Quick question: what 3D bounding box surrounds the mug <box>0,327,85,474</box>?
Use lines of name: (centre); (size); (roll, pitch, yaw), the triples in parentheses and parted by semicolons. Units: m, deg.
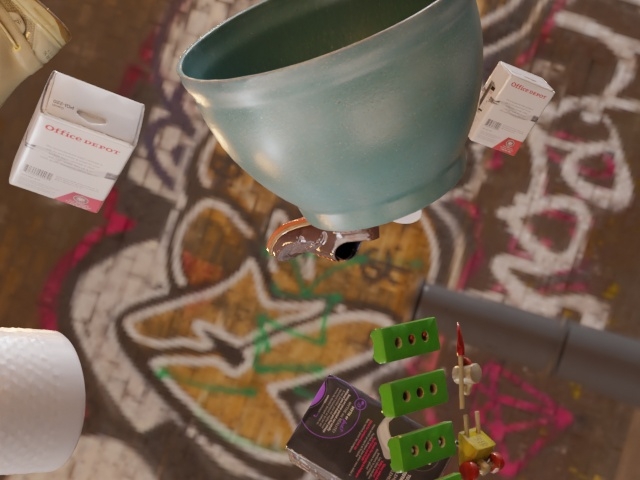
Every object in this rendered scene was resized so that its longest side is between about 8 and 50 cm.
mug: (-0.671, 0.266, 2.218); (0.276, 0.328, 0.374); (-54, 49, 29)

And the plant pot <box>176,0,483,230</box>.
plant pot: (0.032, -0.132, 1.142); (0.293, 0.293, 0.196); (-65, -41, -58)

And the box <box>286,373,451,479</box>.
box: (0.092, 0.392, 2.170); (0.165, 0.270, 0.143); (-57, -12, -17)

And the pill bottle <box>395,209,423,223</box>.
pill bottle: (0.162, -0.131, 2.154); (0.108, 0.108, 0.193); (101, -177, -57)

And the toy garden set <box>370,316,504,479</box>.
toy garden set: (0.146, 0.222, 1.518); (0.204, 0.049, 0.244); (-7, -92, -46)

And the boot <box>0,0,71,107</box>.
boot: (-0.484, -0.279, 1.523); (0.203, 0.262, 0.095); (-50, 7, -4)

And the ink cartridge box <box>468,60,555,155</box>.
ink cartridge box: (0.320, -0.226, 2.014); (0.135, 0.099, 0.056); (-59, 30, 25)

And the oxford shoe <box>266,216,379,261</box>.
oxford shoe: (0.000, 0.000, 1.958); (0.097, 0.098, 0.271); (-20, -6, -36)

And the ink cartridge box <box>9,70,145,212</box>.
ink cartridge box: (-0.394, -0.155, 1.893); (0.218, 0.158, 0.092); (-46, 30, 52)
